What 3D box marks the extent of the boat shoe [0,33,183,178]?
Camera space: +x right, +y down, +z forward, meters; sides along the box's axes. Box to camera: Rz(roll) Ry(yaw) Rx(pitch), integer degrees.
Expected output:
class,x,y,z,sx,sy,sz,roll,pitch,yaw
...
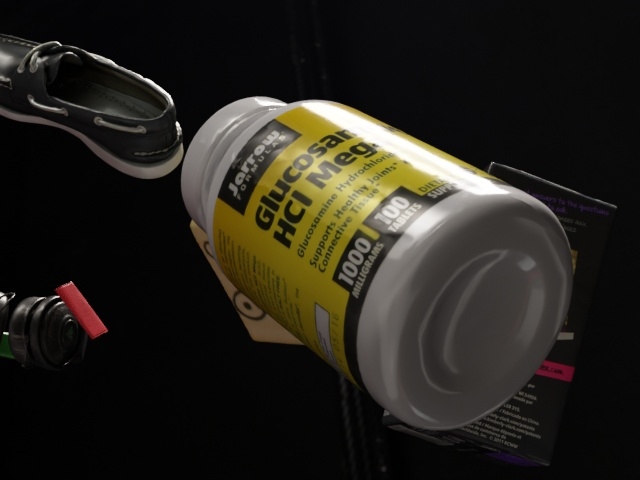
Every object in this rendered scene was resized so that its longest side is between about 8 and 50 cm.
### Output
class,x,y,z,sx,sy,sz,roll,pitch,yaw
boat shoe,-0.286,-0.179,1.225,0.302,0.091,0.114,23,-126,12

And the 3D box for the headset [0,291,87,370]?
class,x,y,z,sx,sy,sz,roll,pitch,yaw
headset,-0.545,0.177,1.858,0.394,0.243,0.185,101,-4,-71

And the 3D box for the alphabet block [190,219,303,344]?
class,x,y,z,sx,sy,sz,roll,pitch,yaw
alphabet block,0.000,0.000,1.278,0.197,0.192,0.193,0,-147,46

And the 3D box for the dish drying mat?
class,x,y,z,sx,sy,sz,roll,pitch,yaw
dish drying mat,-0.314,0.093,1.407,0.008,0.032,0.083,-41,-97,31

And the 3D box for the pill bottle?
class,x,y,z,sx,sy,sz,roll,pitch,yaw
pill bottle,0.025,-0.004,0.872,0.334,0.188,0.188,33,-81,48

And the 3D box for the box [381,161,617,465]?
class,x,y,z,sx,sy,sz,roll,pitch,yaw
box,0.179,0.081,1.099,0.165,0.143,0.270,126,-16,-76
